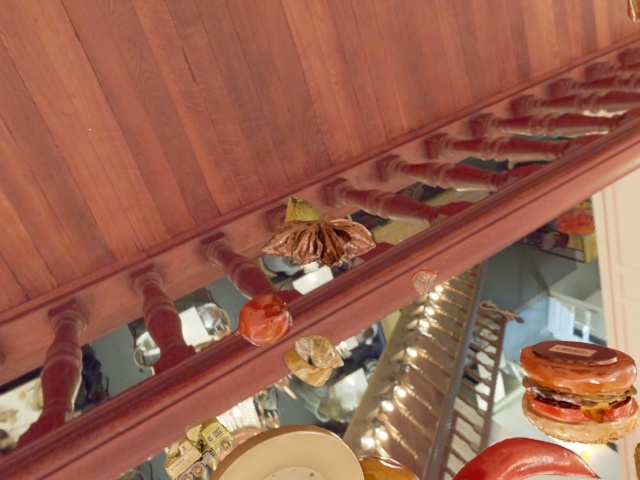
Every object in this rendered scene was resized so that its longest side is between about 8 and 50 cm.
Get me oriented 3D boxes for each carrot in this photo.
[{"bbox_3d":[0.727,-0.552,1.055,0.161,0.055,0.055,4,101,-50],"label":"carrot"}]

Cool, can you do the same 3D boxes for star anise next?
[{"bbox_3d":[-0.006,-0.004,1.248,0.315,0.315,0.108,-13,106,-23],"label":"star anise"}]

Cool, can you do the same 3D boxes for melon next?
[{"bbox_3d":[-0.042,-0.051,1.507,0.129,0.265,0.169,1,113,-10],"label":"melon"}]

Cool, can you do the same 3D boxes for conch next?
[{"bbox_3d":[-0.003,0.382,1.603,0.106,0.172,0.116,-36,143,-60],"label":"conch"}]

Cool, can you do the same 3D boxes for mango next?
[{"bbox_3d":[0.167,0.726,1.328,0.252,0.365,0.182,16,75,-2],"label":"mango"}]

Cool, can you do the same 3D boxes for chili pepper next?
[{"bbox_3d":[0.384,0.467,0.911,0.368,0.092,0.137,-14,65,-15],"label":"chili pepper"}]

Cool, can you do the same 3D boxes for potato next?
[{"bbox_3d":[-0.031,0.448,1.756,0.202,0.182,0.117,37,108,-14],"label":"potato"}]

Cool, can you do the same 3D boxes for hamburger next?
[{"bbox_3d":[0.780,0.455,1.405,0.329,0.330,0.250,-3,93,-26],"label":"hamburger"}]

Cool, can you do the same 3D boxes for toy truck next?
[{"bbox_3d":[-0.345,0.569,1.271,0.191,0.085,0.116,-38,101,-21],"label":"toy truck"}]

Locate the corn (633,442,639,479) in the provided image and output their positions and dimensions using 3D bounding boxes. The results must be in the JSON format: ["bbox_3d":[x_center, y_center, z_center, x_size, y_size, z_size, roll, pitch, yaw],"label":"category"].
[{"bbox_3d":[0.784,0.576,1.050,0.310,0.101,0.102,-47,127,-56],"label":"corn"}]

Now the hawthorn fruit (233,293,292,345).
[{"bbox_3d":[-0.184,0.263,1.479,0.188,0.169,0.169,-33,115,-12],"label":"hawthorn fruit"}]

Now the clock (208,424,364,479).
[{"bbox_3d":[-0.049,0.369,0.637,0.234,0.029,0.235,-3,98,-21],"label":"clock"}]

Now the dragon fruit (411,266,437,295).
[{"bbox_3d":[0.319,0.120,1.437,0.056,0.060,0.083,-28,138,-52],"label":"dragon fruit"}]
